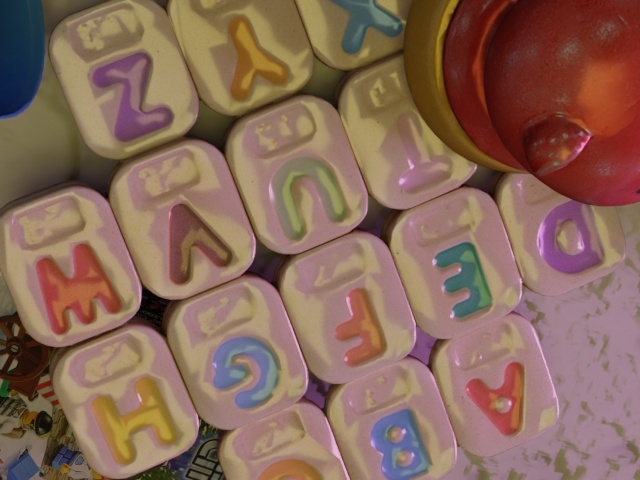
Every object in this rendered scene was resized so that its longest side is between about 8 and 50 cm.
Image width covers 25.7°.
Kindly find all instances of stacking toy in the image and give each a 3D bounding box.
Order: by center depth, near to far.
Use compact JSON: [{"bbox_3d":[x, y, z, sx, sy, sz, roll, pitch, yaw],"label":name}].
[{"bbox_3d":[0.225,-0.106,0.597,0.280,0.130,0.309,33,99,-18],"label":"stacking toy"}]

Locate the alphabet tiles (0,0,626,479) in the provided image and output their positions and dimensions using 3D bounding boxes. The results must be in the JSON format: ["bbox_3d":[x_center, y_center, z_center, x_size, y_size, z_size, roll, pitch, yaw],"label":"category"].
[{"bbox_3d":[0.000,0.000,0.660,0.284,0.021,0.278,-22,106,-8],"label":"alphabet tiles"}]

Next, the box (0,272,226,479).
[{"bbox_3d":[-0.133,0.130,0.716,0.159,0.044,0.233,22,108,-14],"label":"box"}]

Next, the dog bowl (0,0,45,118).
[{"bbox_3d":[-0.205,-0.172,0.529,0.074,0.166,0.297,-18,113,13],"label":"dog bowl"}]
